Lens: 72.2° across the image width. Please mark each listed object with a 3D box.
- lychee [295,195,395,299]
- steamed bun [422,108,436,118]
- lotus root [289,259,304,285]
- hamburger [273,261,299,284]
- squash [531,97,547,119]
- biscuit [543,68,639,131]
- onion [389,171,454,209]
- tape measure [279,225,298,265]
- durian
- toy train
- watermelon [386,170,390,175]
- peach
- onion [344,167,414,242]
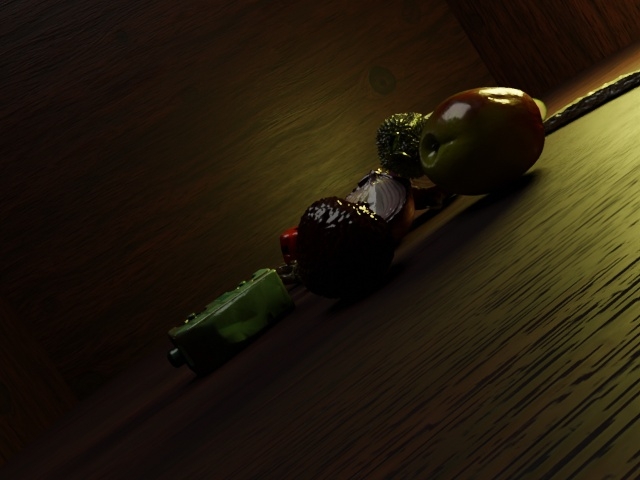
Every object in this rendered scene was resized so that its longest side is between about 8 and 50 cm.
[{"bbox_3d":[0.040,0.010,0.800,0.194,0.194,0.194,-33,3,2],"label":"lychee"},{"bbox_3d":[0.507,-0.372,1.750,0.280,0.268,0.207,-39,30,26],"label":"steamed bun"},{"bbox_3d":[0.011,0.061,1.236,0.191,0.094,0.108,-23,38,13],"label":"lotus root"},{"bbox_3d":[-0.073,0.106,1.515,0.176,0.087,0.102,-22,13,-36],"label":"hamburger"},{"bbox_3d":[0.759,-0.451,1.615,0.105,0.105,0.132,-33,-10,7],"label":"squash"},{"bbox_3d":[0.711,-0.371,1.163,0.141,0.038,0.290,-35,3,-41],"label":"biscuit"},{"bbox_3d":[0.292,-0.171,1.191,0.207,0.200,0.200,-51,4,-3],"label":"onion"},{"bbox_3d":[-0.001,0.000,1.457,0.253,0.114,0.260,-10,7,8],"label":"tape measure"},{"bbox_3d":[0.214,-0.219,1.042,0.159,0.146,0.198,-1,41,-5],"label":"durian"},{"bbox_3d":[-0.211,0.193,1.054,0.326,0.129,0.159,-34,9,-29],"label":"toy train"},{"bbox_3d":[0.361,-0.253,1.592,0.331,0.189,0.331,-50,-2,-2],"label":"watermelon"},{"bbox_3d":[0.317,-0.198,0.874,0.231,0.231,0.231,-33,3,2],"label":"peach"},{"bbox_3d":[0.146,-0.071,1.099,0.227,0.120,0.283,-18,37,33],"label":"onion"}]
